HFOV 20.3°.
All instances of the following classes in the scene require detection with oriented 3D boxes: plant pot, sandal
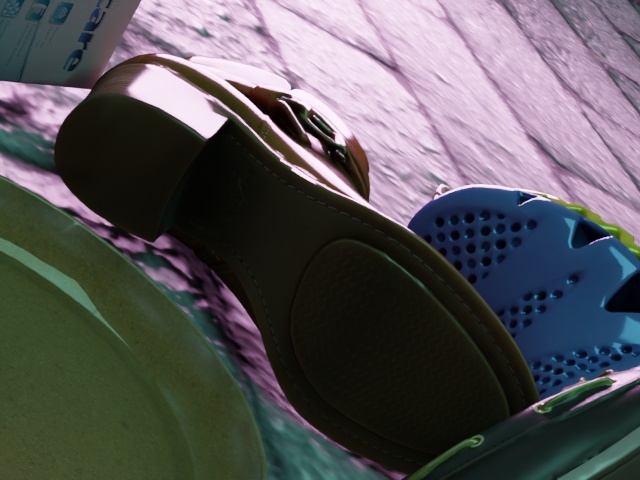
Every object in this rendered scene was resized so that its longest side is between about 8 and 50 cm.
[{"bbox_3d":[-0.125,0.044,0.692,0.236,0.032,0.236,34,21,-14],"label":"plant pot"},{"bbox_3d":[0.149,0.091,0.937,0.317,0.126,0.138,48,27,23],"label":"sandal"}]

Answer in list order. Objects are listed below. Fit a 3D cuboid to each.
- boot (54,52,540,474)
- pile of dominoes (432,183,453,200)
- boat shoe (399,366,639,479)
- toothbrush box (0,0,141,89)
[{"bbox_3d":[0.000,0.000,0.939,0.283,0.109,0.220,31,15,2],"label":"boot"},{"bbox_3d":[0.167,0.063,1.195,0.251,0.040,0.196,30,20,2],"label":"pile of dominoes"},{"bbox_3d":[0.124,0.096,0.819,0.228,0.081,0.068,-26,49,-29],"label":"boat shoe"},{"bbox_3d":[-0.233,-0.183,0.838,0.216,0.126,0.295,38,17,23],"label":"toothbrush box"}]
